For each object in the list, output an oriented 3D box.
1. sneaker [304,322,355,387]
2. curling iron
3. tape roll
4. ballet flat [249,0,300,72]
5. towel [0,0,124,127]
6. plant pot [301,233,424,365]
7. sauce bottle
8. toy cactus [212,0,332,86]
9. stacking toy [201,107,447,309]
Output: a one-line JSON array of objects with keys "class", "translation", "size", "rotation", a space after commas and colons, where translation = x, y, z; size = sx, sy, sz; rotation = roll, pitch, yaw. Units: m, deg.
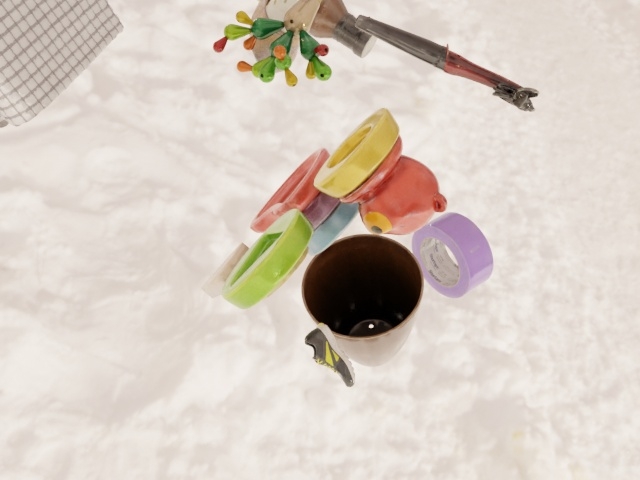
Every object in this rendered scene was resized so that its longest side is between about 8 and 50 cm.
[{"class": "sneaker", "translation": [0.010, 0.141, 0.787], "size": [0.035, 0.031, 0.083], "rotation": [-28, 76, -18]}, {"class": "curling iron", "translation": [0.174, -0.240, 0.879], "size": [0.274, 0.035, 0.068], "rotation": [25, 15, -7]}, {"class": "tape roll", "translation": [0.304, 0.034, 1.538], "size": [0.080, 0.189, 0.189], "rotation": [-28, 59, -25]}, {"class": "ballet flat", "translation": [-0.062, -0.461, 1.266], "size": [0.108, 0.106, 0.316], "rotation": [21, 56, -19]}, {"class": "towel", "translation": [-0.469, -0.345, 1.006], "size": [0.121, 0.235, 0.283], "rotation": [2, 49, 31]}, {"class": "plant pot", "translation": [0.089, 0.140, 1.246], "size": [0.215, 0.230, 0.215], "rotation": [-5, 54, 7]}, {"class": "sauce bottle", "translation": [-0.028, -0.527, 1.469], "size": [0.344, 0.111, 0.111], "rotation": [33, 38, 8]}, {"class": "toy cactus", "translation": [-0.065, -0.357, 1.147], "size": [0.219, 0.112, 0.180], "rotation": [23, 74, 25]}, {"class": "stacking toy", "translation": [0.000, 0.000, 0.834], "size": [0.130, 0.309, 0.279], "rotation": [41, 74, -13]}]
